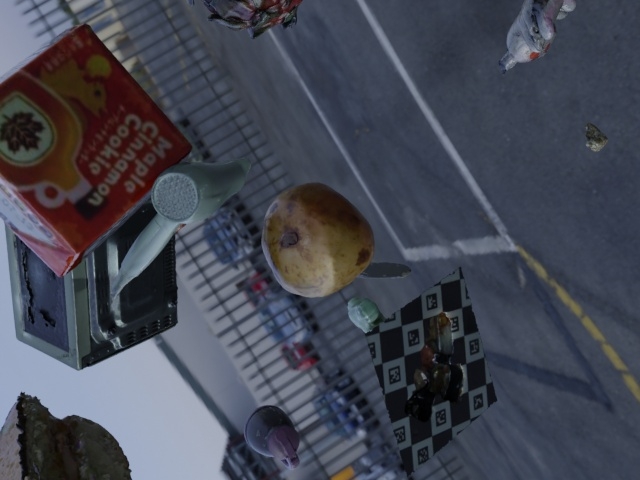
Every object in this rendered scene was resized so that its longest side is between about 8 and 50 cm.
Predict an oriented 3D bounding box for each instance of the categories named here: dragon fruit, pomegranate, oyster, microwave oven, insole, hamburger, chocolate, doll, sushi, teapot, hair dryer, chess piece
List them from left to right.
[{"bbox_3d":[-0.516,0.528,1.512,0.268,0.287,0.445,30,-166,-35],"label":"hamburger"},{"bbox_3d":[-0.304,-0.117,0.985,0.234,0.237,0.108,51,152,-16],"label":"chocolate"},{"bbox_3d":[-0.413,0.019,1.497,0.219,0.286,0.354,17,114,34],"label":"microwave oven"},{"bbox_3d":[-0.198,-0.013,1.056,0.075,0.237,0.206,44,-163,3],"label":"hair dryer"},{"bbox_3d":[-0.114,-0.410,1.260,0.182,0.182,0.188,59,-149,-8],"label":"dragon fruit"},{"bbox_3d":[-0.109,0.478,1.904,0.146,0.116,0.148,-170,79,-65],"label":"teapot"},{"bbox_3d":[0.000,0.000,1.502,0.215,0.215,0.215,57,174,10],"label":"pomegranate"},{"bbox_3d":[0.123,0.074,2.023,0.248,0.081,0.011,6,121,46],"label":"insole"},{"bbox_3d":[0.173,0.245,2.002,0.298,0.176,0.175,44,168,25],"label":"chess piece"},{"bbox_3d":[0.218,0.270,1.692,0.069,0.320,0.339,2,116,49],"label":"sushi"},{"bbox_3d":[0.440,-0.434,1.650,0.095,0.149,0.192,35,162,5],"label":"doll"},{"bbox_3d":[0.619,-0.240,1.808,0.081,0.038,0.083,12,-122,-40],"label":"oyster"}]

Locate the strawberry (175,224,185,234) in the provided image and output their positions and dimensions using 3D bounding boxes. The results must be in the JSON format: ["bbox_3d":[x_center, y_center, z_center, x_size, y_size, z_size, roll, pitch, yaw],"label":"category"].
[{"bbox_3d":[-0.425,-0.062,1.896,0.149,0.265,0.336,55,140,2],"label":"strawberry"}]
